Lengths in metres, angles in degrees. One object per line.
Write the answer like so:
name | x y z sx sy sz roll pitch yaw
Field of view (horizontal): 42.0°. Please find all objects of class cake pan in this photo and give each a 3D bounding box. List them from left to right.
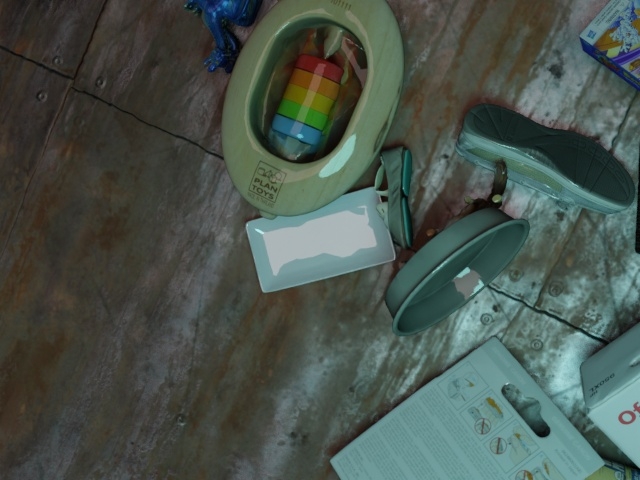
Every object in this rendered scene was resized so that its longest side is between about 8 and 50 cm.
cake pan | 0.226 0.050 1.418 0.293 0.293 0.054 -42 67 11

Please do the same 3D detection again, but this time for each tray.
tray | 0.000 0.000 1.590 0.270 0.030 0.145 -15 89 13

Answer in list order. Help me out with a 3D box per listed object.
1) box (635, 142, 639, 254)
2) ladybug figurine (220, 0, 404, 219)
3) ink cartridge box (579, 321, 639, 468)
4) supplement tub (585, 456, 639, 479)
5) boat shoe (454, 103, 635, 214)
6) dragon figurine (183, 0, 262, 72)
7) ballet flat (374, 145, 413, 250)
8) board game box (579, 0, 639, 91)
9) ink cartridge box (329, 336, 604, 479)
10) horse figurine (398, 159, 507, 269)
box | 0.622 -0.070 1.378 0.168 0.167 0.203 2 92 13
ladybug figurine | -0.012 -0.248 1.516 0.305 0.162 0.449 27 97 10
ink cartridge box | 0.652 0.285 1.319 0.395 0.166 0.285 44 112 -6
supplement tub | 0.458 0.442 1.443 0.199 0.144 0.144 17 95 11
boat shoe | 0.392 -0.131 1.468 0.320 0.103 0.118 24 58 7
dragon figurine | -0.161 -0.460 1.581 0.144 0.085 0.289 32 99 10
ballet flat | 0.132 -0.074 1.511 0.068 0.072 0.213 -7 61 17
board game box | 0.641 -0.396 1.381 0.233 0.078 0.347 45 100 22
ink cartridge box | 0.249 0.399 1.459 0.385 0.091 0.308 -37 51 0
horse figurine | 0.243 -0.023 1.471 0.263 0.174 0.066 -42 76 4
